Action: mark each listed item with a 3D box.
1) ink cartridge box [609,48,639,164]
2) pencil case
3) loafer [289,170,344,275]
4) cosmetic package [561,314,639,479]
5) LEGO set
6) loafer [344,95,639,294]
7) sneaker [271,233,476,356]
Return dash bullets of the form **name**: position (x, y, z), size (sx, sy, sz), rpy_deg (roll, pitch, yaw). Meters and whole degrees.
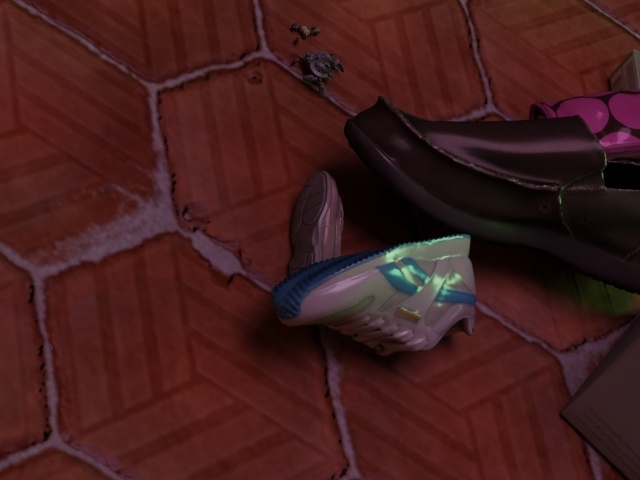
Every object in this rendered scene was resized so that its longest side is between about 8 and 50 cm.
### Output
- **ink cartridge box**: position (0.416, -0.088, 1.975), size (0.235, 0.056, 0.171), rpy_deg (17, 48, -22)
- **pencil case**: position (0.310, -0.103, 1.828), size (0.209, 0.095, 0.098), rpy_deg (-9, 40, -5)
- **loafer**: position (0.000, 0.000, 1.626), size (0.039, 0.045, 0.125), rpy_deg (33, 48, -33)
- **cosmetic package**: position (0.342, 0.121, 1.682), size (0.151, 0.151, 0.184), rpy_deg (44, 43, 5)
- **LEGO set**: position (-0.003, -0.173, 1.769), size (0.054, 0.023, 0.083), rpy_deg (-12, 64, -40)
- **loafer**: position (0.186, -0.067, 1.717), size (0.366, 0.130, 0.134), rpy_deg (18, 18, -30)
- **sneaker**: position (0.054, 0.051, 1.570), size (0.229, 0.087, 0.092), rpy_deg (-10, 90, -46)
